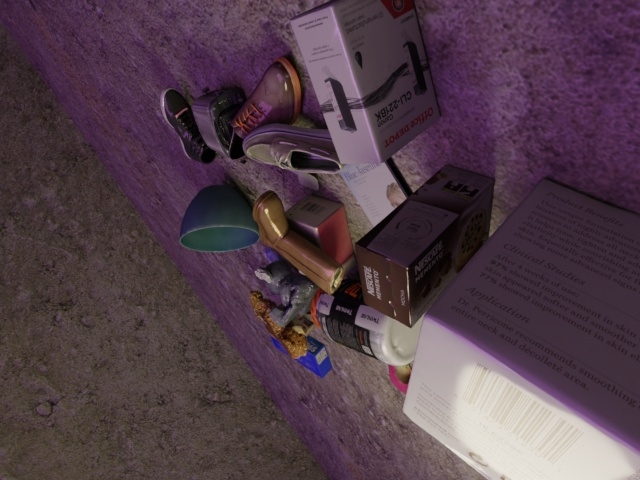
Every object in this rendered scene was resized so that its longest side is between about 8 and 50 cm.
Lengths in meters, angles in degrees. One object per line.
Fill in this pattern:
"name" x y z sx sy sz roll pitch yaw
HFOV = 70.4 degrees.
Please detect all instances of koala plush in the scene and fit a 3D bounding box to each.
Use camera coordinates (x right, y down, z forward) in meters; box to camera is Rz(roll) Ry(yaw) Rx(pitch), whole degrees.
"koala plush" -0.127 0.160 1.681 0.221 0.196 0.203 44 122 19

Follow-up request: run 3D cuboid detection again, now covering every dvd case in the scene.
"dvd case" 0.156 -0.109 1.133 0.253 0.022 0.180 56 151 -9

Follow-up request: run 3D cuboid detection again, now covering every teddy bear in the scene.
"teddy bear" -0.164 0.318 1.807 0.338 0.113 0.245 30 150 50

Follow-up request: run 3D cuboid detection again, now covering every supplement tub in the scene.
"supplement tub" 0.135 0.230 1.358 0.337 0.207 0.207 8 130 50

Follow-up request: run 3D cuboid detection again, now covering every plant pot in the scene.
"plant pot" -0.378 -0.092 1.692 0.290 0.289 0.196 137 129 -61

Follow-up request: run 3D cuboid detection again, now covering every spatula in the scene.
"spatula" -0.096 -0.253 1.326 0.241 0.019 0.168 30 145 33

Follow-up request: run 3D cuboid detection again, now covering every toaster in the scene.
"toaster" -0.293 -0.352 1.383 0.146 0.129 0.227 27 146 43

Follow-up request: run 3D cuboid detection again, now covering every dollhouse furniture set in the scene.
"dollhouse furniture set" -0.132 0.386 1.990 0.183 0.129 0.130 35 147 26

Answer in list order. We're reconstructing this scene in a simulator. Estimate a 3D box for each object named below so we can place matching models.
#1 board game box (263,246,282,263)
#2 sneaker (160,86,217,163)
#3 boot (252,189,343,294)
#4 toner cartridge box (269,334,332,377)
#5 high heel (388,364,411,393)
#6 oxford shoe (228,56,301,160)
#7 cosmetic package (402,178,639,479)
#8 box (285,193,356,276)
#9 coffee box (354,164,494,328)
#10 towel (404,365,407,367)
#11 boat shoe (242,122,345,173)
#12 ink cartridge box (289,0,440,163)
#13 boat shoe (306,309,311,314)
"board game box" -0.186 0.074 1.824 0.090 0.020 0.090 51 151 3
"sneaker" -0.445 -0.392 1.582 0.146 0.104 0.296 27 149 33
"boot" -0.054 0.006 1.241 0.269 0.089 0.236 37 157 21
"toner cartridge box" -0.105 0.496 2.136 0.347 0.075 0.165 21 139 41
"high heel" 0.281 0.423 1.518 0.117 0.082 0.244 -21 98 57
"oxford shoe" -0.156 -0.324 1.202 0.130 0.132 0.364 50 147 8
"cosmetic package" 0.390 0.176 0.743 0.329 0.393 0.328 32 146 30
"box" 0.000 0.000 1.367 0.148 0.126 0.233 21 140 39
"coffee box" 0.212 0.004 0.897 0.118 0.297 0.168 26 143 36
"towel" 0.233 0.325 1.454 0.151 0.113 0.023 22 -177 39
"boat shoe" -0.070 -0.224 1.132 0.301 0.094 0.109 4 139 23
"ink cartridge box" 0.092 -0.301 0.821 0.114 0.197 0.273 13 134 48
"boat shoe" 0.006 0.308 1.774 0.206 0.065 0.075 34 147 28
